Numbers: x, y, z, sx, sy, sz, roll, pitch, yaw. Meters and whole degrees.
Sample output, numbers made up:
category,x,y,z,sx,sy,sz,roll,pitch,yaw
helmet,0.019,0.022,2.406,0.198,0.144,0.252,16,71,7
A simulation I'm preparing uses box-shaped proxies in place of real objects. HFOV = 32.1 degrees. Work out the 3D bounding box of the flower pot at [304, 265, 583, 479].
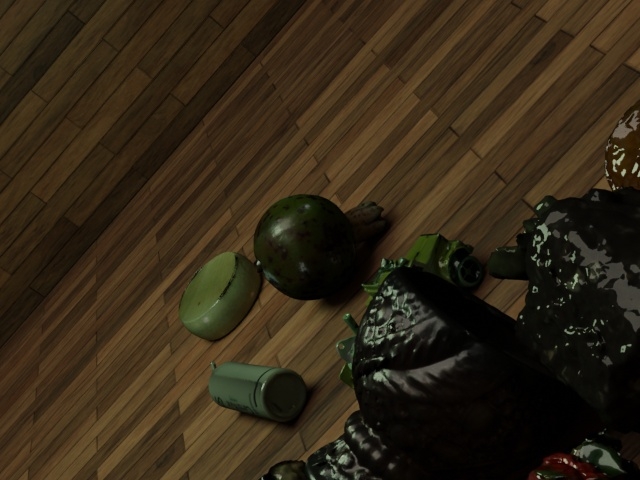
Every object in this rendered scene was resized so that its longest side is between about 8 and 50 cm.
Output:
category,x,y,z,sx,sy,sz,roll,pitch,yaw
flower pot,0.127,0.205,1.285,0.267,0.267,0.266,-58,21,11

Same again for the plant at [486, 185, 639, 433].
category,x,y,z,sx,sy,sz,roll,pitch,yaw
plant,0.309,0.036,1.162,0.312,0.215,0.213,-117,27,-49

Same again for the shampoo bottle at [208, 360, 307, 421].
category,x,y,z,sx,sy,sz,roll,pitch,yaw
shampoo bottle,-0.120,0.250,1.874,0.262,0.085,0.085,-4,51,60

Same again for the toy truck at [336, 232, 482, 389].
category,x,y,z,sx,sy,sz,roll,pitch,yaw
toy truck,0.117,0.097,1.602,0.259,0.135,0.128,-56,23,-19

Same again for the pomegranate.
category,x,y,z,sx,sy,sz,roll,pitch,yaw
pomegranate,0.000,0.000,1.926,0.248,0.202,0.202,-26,19,-13

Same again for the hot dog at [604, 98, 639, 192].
category,x,y,z,sx,sy,sz,roll,pitch,yaw
hot dog,0.447,-0.073,1.260,0.196,0.122,0.272,-52,32,2

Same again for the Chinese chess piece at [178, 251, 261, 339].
category,x,y,z,sx,sy,sz,roll,pitch,yaw
Chinese chess piece,-0.203,0.112,2.247,0.188,0.083,0.188,-37,28,24

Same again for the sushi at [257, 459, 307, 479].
category,x,y,z,sx,sy,sz,roll,pitch,yaw
sushi,-0.027,0.433,1.284,0.171,0.211,0.350,-35,33,24

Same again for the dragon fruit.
category,x,y,z,sx,sy,sz,roll,pitch,yaw
dragon fruit,0.243,0.291,1.036,0.182,0.182,0.188,-29,13,42
